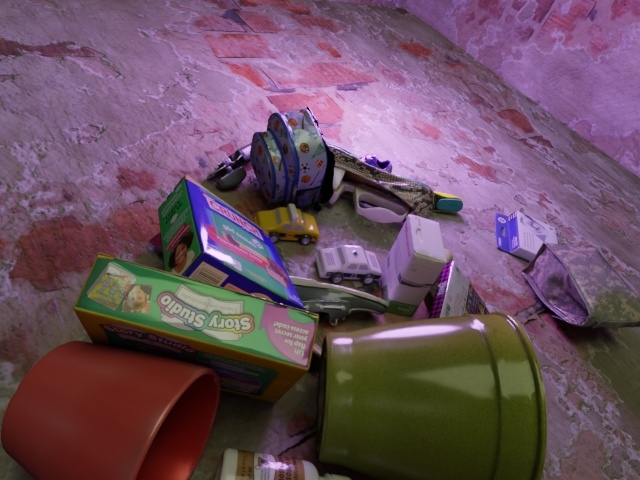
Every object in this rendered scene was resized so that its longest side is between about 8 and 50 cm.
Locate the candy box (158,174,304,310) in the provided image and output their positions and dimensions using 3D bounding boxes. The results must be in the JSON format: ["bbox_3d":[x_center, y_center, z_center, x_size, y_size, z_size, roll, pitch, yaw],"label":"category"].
[{"bbox_3d":[-0.203,0.036,1.047,0.268,0.122,0.317,35,13,-37],"label":"candy box"}]

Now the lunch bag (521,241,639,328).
[{"bbox_3d":[0.805,0.159,1.469,0.235,0.169,0.287,5,40,-20],"label":"lunch bag"}]

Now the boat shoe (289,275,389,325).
[{"bbox_3d":[0.019,0.157,1.200,0.319,0.116,0.099,14,84,-20],"label":"boat shoe"}]

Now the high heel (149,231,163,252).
[{"bbox_3d":[-0.327,0.069,1.145,0.117,0.082,0.244,-21,66,-7],"label":"high heel"}]

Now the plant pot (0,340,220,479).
[{"bbox_3d":[-0.329,0.292,0.768,0.243,0.275,0.275,19,40,12],"label":"plant pot"}]

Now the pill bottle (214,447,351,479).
[{"bbox_3d":[-0.065,0.436,0.813,0.229,0.131,0.131,14,42,-10],"label":"pill bottle"}]

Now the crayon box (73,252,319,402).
[{"bbox_3d":[-0.217,0.177,0.871,0.362,0.313,0.106,17,59,-7],"label":"crayon box"}]

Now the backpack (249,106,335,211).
[{"bbox_3d":[-0.087,-0.246,1.404,0.213,0.263,0.277,-18,66,-28],"label":"backpack"}]

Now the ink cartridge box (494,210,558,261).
[{"bbox_3d":[0.732,-0.012,1.708,0.223,0.045,0.223,22,41,-1],"label":"ink cartridge box"}]

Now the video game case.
[{"bbox_3d":[0.366,0.200,1.247,0.210,0.041,0.232,51,38,-17],"label":"video game case"}]

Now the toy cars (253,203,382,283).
[{"bbox_3d":[0.000,0.000,1.338,0.393,0.087,0.176,32,42,10],"label":"toy cars"}]

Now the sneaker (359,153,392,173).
[{"bbox_3d":[0.146,-0.257,1.664,0.236,0.105,0.095,12,43,-11],"label":"sneaker"}]

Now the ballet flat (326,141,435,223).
[{"bbox_3d":[0.128,-0.167,1.529,0.482,0.164,0.182,23,59,3],"label":"ballet flat"}]

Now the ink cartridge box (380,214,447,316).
[{"bbox_3d":[0.238,0.067,1.271,0.092,0.220,0.160,14,42,-9],"label":"ink cartridge box"}]

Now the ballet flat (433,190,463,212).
[{"bbox_3d":[0.388,-0.140,1.682,0.230,0.077,0.077,7,22,-21],"label":"ballet flat"}]

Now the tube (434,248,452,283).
[{"bbox_3d":[0.327,0.082,1.367,0.240,0.062,0.070,-29,99,-63],"label":"tube"}]

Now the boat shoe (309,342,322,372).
[{"bbox_3d":[-0.055,0.227,1.094,0.189,0.068,0.072,29,30,8],"label":"boat shoe"}]

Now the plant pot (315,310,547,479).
[{"bbox_3d":[0.172,0.306,0.928,0.352,0.367,0.367,5,43,-2],"label":"plant pot"}]

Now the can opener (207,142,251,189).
[{"bbox_3d":[-0.239,-0.240,1.517,0.283,0.075,0.095,-41,103,-46],"label":"can opener"}]

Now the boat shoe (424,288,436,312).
[{"bbox_3d":[0.333,0.195,1.298,0.059,0.063,0.170,1,44,-15],"label":"boat shoe"}]
